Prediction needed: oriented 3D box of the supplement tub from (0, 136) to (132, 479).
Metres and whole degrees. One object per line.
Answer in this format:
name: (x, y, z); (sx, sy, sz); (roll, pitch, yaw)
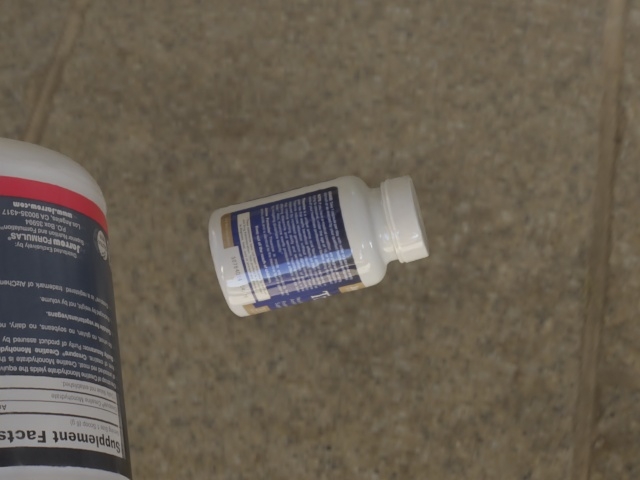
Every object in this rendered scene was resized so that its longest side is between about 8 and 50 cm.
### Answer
supplement tub: (-0.206, 0.094, 0.844); (0.191, 0.191, 0.272); (-6, 71, -6)

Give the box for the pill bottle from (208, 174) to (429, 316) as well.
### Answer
pill bottle: (0.000, 0.000, 0.873); (0.120, 0.067, 0.067); (-14, 55, 8)
